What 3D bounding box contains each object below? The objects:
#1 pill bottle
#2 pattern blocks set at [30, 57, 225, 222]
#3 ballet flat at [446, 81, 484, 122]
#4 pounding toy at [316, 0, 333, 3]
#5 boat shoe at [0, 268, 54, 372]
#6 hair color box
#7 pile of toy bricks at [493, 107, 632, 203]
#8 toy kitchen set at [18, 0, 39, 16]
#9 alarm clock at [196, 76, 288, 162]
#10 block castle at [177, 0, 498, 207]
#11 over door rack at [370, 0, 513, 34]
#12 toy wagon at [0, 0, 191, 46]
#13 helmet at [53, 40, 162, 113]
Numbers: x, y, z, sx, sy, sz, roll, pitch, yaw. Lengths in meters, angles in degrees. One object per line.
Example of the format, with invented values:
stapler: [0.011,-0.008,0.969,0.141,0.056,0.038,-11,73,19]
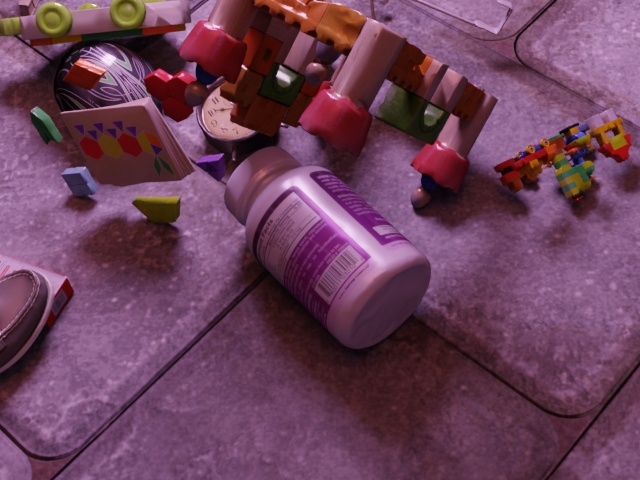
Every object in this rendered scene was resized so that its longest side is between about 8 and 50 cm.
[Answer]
pill bottle: [0.000,0.000,1.478,0.169,0.169,0.301,-36,60,-18]
pattern blocks set: [-0.284,-0.144,1.538,0.325,0.285,0.026,6,43,27]
ballet flat: [0.227,-0.232,1.692,0.114,0.041,0.041,-39,61,-20]
pounding toy: [-0.062,-0.316,1.708,0.269,0.154,0.155,10,57,13]
boat shoe: [-0.502,0.148,1.442,0.305,0.091,0.109,-44,64,-11]
hair color box: [-0.449,0.071,1.547,0.141,0.043,0.072,19,60,16]
pile of toy bricks: [0.373,-0.109,1.571,0.212,0.118,0.105,-24,84,-30]
toy kitchen set: [-0.509,-0.461,1.903,0.075,0.068,0.083,6,57,9]
alarm clock: [-0.143,-0.218,1.694,0.129,0.064,0.192,-33,67,-5]
block castle: [0.029,-0.202,1.458,0.303,0.453,0.213,33,100,25]
over door rack: [0.161,-0.447,1.789,0.324,0.108,0.239,11,42,-3]
toy wagon: [-0.396,-0.368,1.744,0.344,0.068,0.267,-6,12,3]
helmet: [-0.340,-0.240,1.686,0.161,0.169,0.169,17,56,42]
